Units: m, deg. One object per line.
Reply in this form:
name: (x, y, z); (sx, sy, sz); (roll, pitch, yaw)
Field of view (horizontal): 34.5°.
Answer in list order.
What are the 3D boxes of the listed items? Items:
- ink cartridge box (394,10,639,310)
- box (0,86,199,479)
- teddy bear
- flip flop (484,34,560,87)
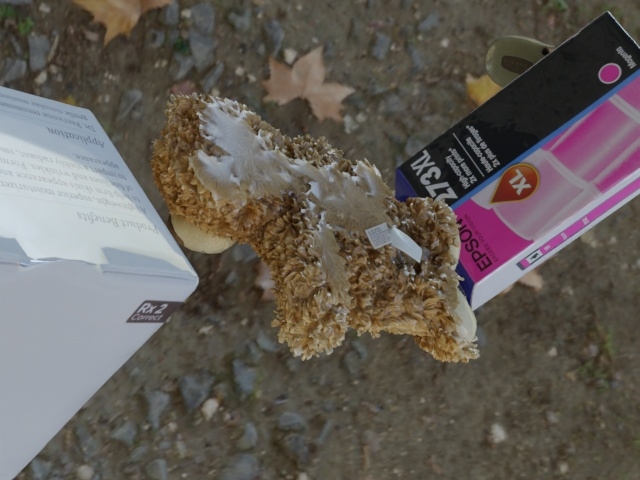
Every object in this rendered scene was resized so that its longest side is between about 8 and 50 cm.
ink cartridge box: (0.213, -0.067, 1.120); (0.371, 0.069, 0.176); (-38, 60, 13)
box: (-0.187, 0.027, 0.455); (0.119, 0.182, 0.181); (54, 21, 23)
teddy bear: (0.000, 0.000, 0.874); (0.338, 0.113, 0.245); (11, 52, -40)
flip flop: (0.347, -0.251, 1.538); (0.080, 0.277, 0.112); (-5, 112, -44)
